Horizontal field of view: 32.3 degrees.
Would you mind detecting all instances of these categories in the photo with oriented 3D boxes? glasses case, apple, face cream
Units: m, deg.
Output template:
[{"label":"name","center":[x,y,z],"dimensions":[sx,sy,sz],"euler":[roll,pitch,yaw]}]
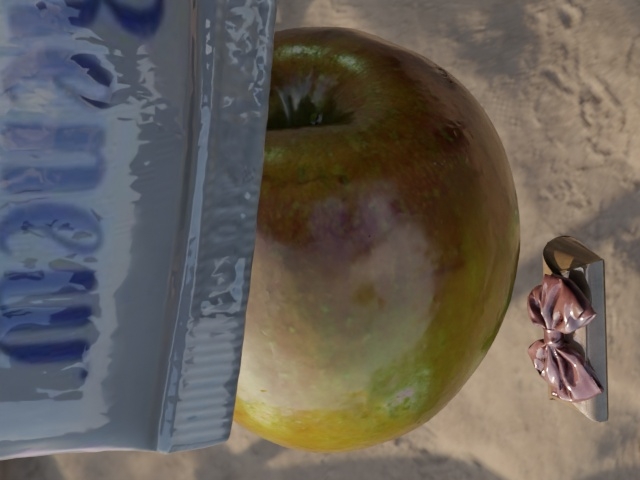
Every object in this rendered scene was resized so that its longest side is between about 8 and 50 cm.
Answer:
[{"label":"glasses case","center":[0.262,0.104,1.169],"dimensions":[0.070,0.102,0.194],"euler":[-9,108,-7]},{"label":"apple","center":[0.000,0.000,1.018],"dimensions":[0.384,0.374,0.374],"euler":[53,132,49]},{"label":"face cream","center":[-0.214,-0.025,0.333],"dimensions":[0.137,0.420,0.235],"euler":[-147,59,-60]}]
